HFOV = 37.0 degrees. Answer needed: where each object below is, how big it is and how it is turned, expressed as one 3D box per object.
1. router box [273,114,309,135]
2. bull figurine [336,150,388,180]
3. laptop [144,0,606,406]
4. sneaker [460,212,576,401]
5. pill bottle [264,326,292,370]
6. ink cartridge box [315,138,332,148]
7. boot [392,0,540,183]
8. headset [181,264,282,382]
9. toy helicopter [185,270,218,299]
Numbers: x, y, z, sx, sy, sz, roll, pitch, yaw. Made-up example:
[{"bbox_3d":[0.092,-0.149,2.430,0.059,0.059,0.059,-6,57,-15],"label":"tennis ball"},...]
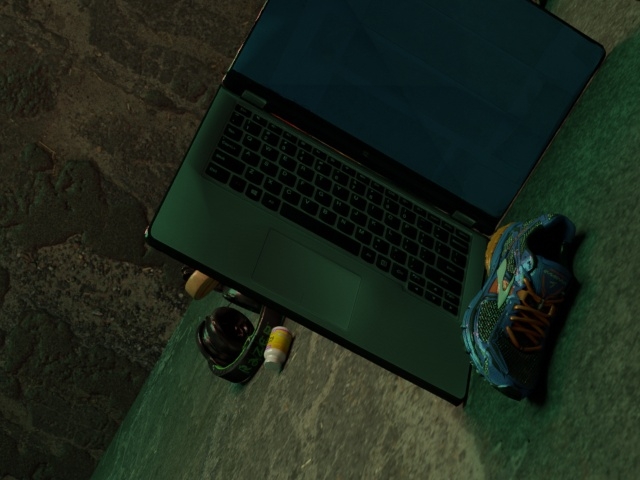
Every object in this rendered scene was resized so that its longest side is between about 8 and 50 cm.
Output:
[{"bbox_3d":[0.071,-0.316,1.561,0.335,0.082,0.301,-47,7,-17],"label":"router box"},{"bbox_3d":[0.068,-0.070,1.491,0.188,0.101,0.311,19,107,40],"label":"bull figurine"},{"bbox_3d":[0.081,-0.111,1.042,0.236,0.382,0.408,-50,16,45],"label":"laptop"},{"bbox_3d":[0.197,0.053,0.924,0.087,0.083,0.221,-41,25,47],"label":"sneaker"},{"bbox_3d":[-0.083,0.210,1.848,0.043,0.043,0.083,-50,16,44],"label":"pill bottle"},{"bbox_3d":[0.070,-0.423,2.263,0.285,0.166,0.395,-51,8,38],"label":"ink cartridge box"},{"bbox_3d":[0.201,-0.264,1.531,0.377,0.138,0.284,-60,10,-19],"label":"boot"},{"bbox_3d":[-0.208,0.156,2.163,0.243,0.185,0.394,-59,23,8],"label":"headset"},{"bbox_3d":[-0.147,-0.004,2.029,0.355,0.140,0.235,-43,-12,-28],"label":"toy helicopter"}]
